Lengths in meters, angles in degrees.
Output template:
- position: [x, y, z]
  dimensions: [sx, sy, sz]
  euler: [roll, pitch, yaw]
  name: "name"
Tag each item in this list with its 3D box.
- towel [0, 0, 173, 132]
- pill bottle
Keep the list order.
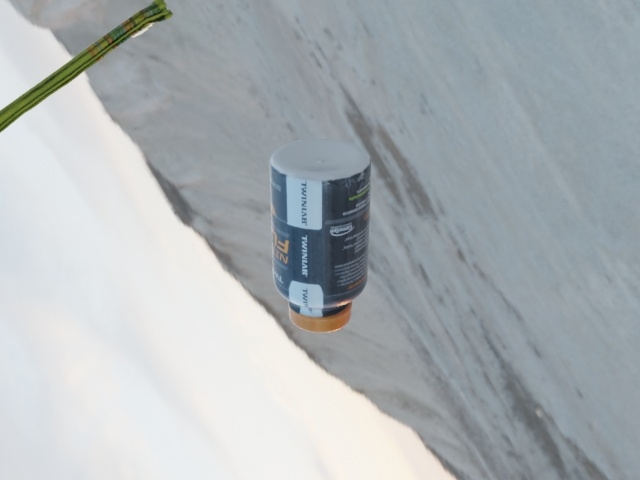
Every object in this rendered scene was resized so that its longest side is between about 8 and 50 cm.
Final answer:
- position: [-0.235, -0.132, 0.760]
  dimensions: [0.021, 0.237, 0.102]
  euler: [54, 155, -16]
  name: "towel"
- position: [0.000, 0.000, 1.150]
  dimensions: [0.130, 0.131, 0.245]
  euler: [-117, 24, -58]
  name: "pill bottle"
